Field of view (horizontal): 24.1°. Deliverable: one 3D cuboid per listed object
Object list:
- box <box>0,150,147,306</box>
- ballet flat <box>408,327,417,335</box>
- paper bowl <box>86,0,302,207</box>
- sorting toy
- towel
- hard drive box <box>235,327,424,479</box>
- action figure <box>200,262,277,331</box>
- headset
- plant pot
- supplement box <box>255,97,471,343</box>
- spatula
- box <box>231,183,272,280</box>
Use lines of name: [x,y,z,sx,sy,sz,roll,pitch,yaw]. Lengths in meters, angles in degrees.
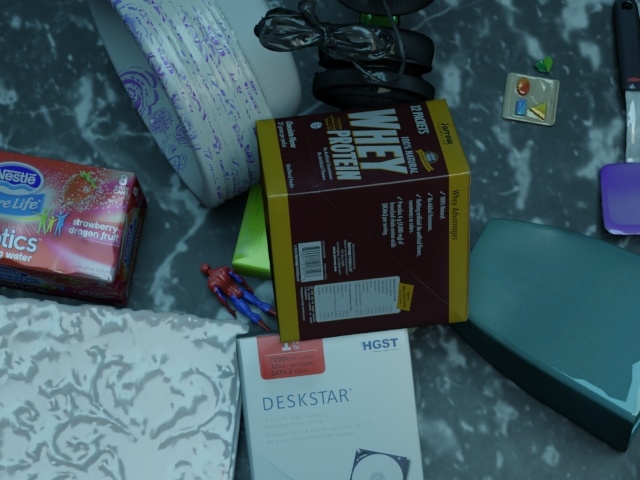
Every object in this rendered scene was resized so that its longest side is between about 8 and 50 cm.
box: [-0.329,-0.020,1.631,0.256,0.123,0.128,10,75,3]
ballet flat: [0.112,0.058,1.649,0.052,0.057,0.168,35,78,-26]
paper bowl: [-0.125,-0.189,1.594,0.148,0.284,0.284,-30,77,-12]
sorting toy: [0.244,-0.176,1.729,0.062,0.012,0.083,8,76,2]
towel: [-0.254,0.224,1.605,0.331,0.053,0.317,7,75,1]
hard drive box: [0.011,0.204,1.563,0.181,0.089,0.232,-7,90,-2]
action figure: [-0.088,0.064,1.658,0.115,0.030,0.038,41,75,6]
headset: [0.035,-0.240,1.561,0.185,0.394,0.243,4,108,1]
plant pot: [0.259,0.086,1.590,0.234,0.165,0.166,26,77,16]
supplement box: [0.043,-0.019,1.498,0.194,0.191,0.129,-7,39,-4]
spatula: [0.358,-0.146,1.712,0.084,0.030,0.297,1,75,-1]
box: [0.000,0.000,1.668,0.178,0.042,0.109,12,76,4]
